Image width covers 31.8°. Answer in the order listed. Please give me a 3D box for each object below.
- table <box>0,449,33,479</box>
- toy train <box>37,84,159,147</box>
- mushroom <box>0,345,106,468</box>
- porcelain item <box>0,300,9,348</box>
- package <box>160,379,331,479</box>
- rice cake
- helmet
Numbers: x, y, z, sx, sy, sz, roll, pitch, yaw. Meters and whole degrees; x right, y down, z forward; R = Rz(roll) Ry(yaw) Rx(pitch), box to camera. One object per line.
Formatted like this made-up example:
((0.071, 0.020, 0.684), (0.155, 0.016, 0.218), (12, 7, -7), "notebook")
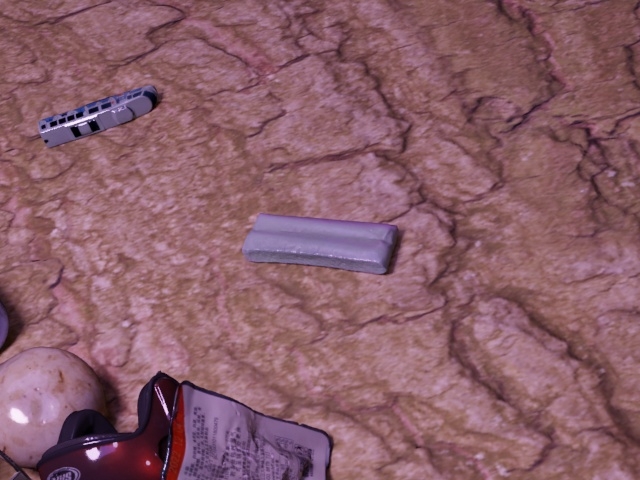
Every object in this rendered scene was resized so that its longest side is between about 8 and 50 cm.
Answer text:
((-0.396, 0.353, 1.365), (0.062, 0.175, 0.146), (27, 64, 35), "table")
((-0.373, -0.212, 1.906), (0.207, 0.043, 0.047), (-19, 51, 0), "toy train")
((-0.368, 0.224, 1.498), (0.166, 0.127, 0.166), (0, 63, -1), "mushroom")
((-0.536, 0.109, 1.620), (0.147, 0.147, 0.114), (-36, 51, -14), "porcelain item")
((-0.085, 0.273, 1.351), (0.040, 0.232, 0.166), (-39, 39, 45), "package")
((-0.001, 0.001, 1.629), (0.221, 0.042, 0.080), (5, 55, 20), "rice cake")
((-0.234, 0.273, 1.367), (0.189, 0.216, 0.193), (-25, 72, 33), "helmet")
